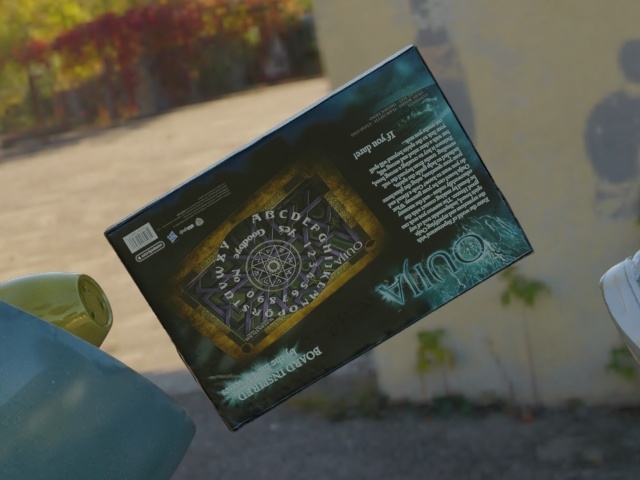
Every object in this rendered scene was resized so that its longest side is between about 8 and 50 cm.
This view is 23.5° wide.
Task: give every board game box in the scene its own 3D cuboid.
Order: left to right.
[{"bbox_3d":[0.000,0.000,0.796,0.186,0.126,0.026,-31,9,1],"label":"board game box"}]

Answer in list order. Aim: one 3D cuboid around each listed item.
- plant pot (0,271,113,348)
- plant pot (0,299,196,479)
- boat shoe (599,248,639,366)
[{"bbox_3d":[-0.286,0.087,1.690,0.095,0.134,0.134,-28,5,16],"label":"plant pot"},{"bbox_3d":[-0.265,0.172,1.145,0.290,0.195,0.290,21,-20,8],"label":"plant pot"},{"bbox_3d":[0.320,0.109,1.152,0.118,0.103,0.320,27,27,-36],"label":"boat shoe"}]
